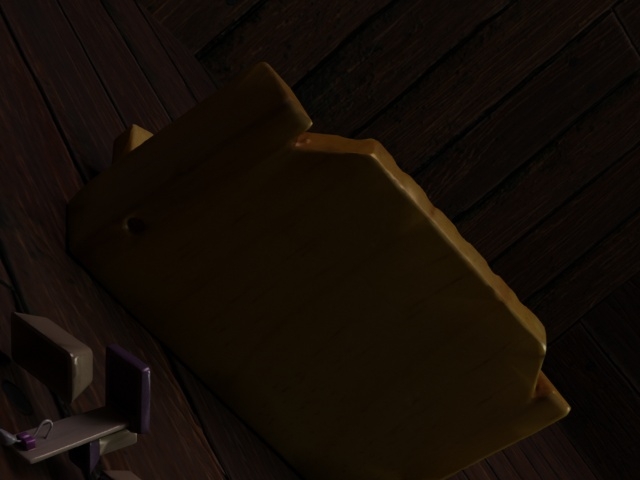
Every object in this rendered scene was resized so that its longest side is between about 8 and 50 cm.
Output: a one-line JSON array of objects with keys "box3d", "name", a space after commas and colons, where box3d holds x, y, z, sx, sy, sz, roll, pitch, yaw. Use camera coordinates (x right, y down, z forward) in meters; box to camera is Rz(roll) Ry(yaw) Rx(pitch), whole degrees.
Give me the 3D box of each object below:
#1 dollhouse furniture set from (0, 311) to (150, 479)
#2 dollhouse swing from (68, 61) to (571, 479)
[{"box3d": [-0.159, 0.098, 0.776, 0.081, 0.091, 0.114, -16, 31, -39], "name": "dollhouse furniture set"}, {"box3d": [0.000, 0.000, 1.208, 0.347, 0.315, 0.305, 47, 28, -22], "name": "dollhouse swing"}]
